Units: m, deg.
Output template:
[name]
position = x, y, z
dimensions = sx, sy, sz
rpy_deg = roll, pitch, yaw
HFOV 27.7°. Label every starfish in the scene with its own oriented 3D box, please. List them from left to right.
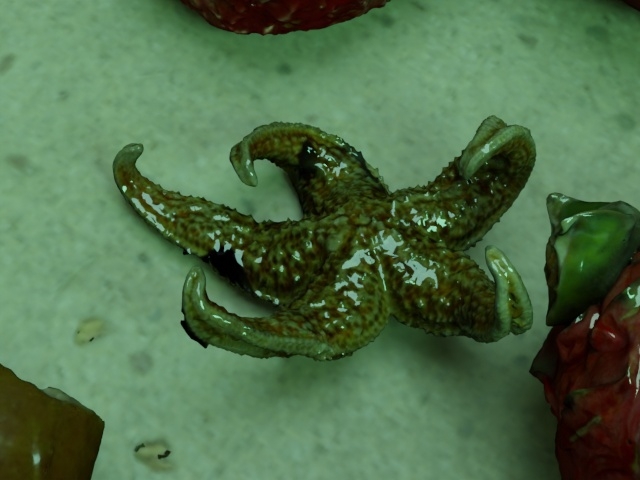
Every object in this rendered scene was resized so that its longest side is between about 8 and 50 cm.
[starfish]
position = -0.001, -0.001, 0.538
dimensions = 0.190, 0.074, 0.146
rpy_deg = 3, 44, 16

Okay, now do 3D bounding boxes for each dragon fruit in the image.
[dragon fruit]
position = 0.176, 0.061, 0.488
dimensions = 0.209, 0.172, 0.172
rpy_deg = 13, 59, -5

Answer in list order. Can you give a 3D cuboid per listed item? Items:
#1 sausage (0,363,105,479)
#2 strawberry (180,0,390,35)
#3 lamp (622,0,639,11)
[sausage]
position = -0.113, 0.188, 0.419
dimensions = 0.103, 0.076, 0.302
rpy_deg = -3, 61, -11
[strawberry]
position = -0.009, -0.155, 0.631
dimensions = 0.140, 0.085, 0.192
rpy_deg = 39, 56, 22
[lamp]
position = 0.203, -0.215, 0.621
dimensions = 0.227, 0.227, 0.227
rpy_deg = 4, 60, -7
